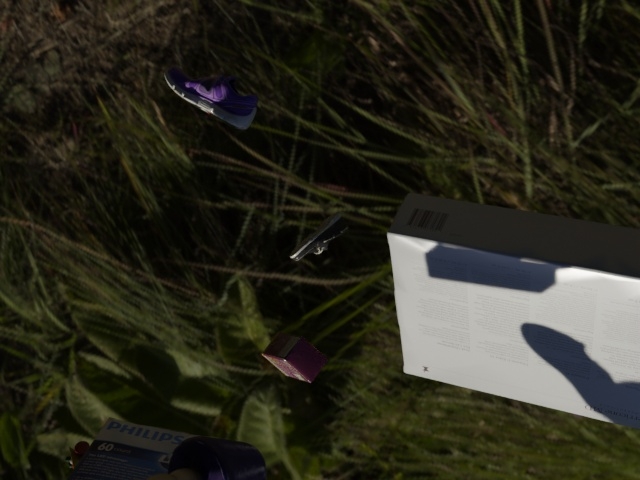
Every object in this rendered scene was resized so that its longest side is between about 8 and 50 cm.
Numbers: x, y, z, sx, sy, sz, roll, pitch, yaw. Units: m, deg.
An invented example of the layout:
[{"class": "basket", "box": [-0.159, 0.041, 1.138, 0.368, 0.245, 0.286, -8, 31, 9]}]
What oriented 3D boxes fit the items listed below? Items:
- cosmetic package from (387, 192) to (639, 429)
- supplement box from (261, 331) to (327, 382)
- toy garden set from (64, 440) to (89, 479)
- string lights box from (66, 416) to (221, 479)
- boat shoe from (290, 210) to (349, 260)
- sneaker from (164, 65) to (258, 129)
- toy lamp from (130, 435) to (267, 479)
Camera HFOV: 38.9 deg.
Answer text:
[{"class": "cosmetic package", "box": [0.288, 0.097, 1.194, 0.097, 0.377, 0.284, -58, 150, -42]}, {"class": "supplement box", "box": [-0.037, 0.162, 1.267, 0.055, 0.083, 0.043, 44, 72, -20]}, {"class": "toy garden set", "box": [-0.423, 0.504, 1.629, 0.049, 0.244, 0.204, -8, 133, -12]}, {"class": "string lights box", "box": [-0.198, 0.288, 0.890, 0.133, 0.259, 0.077, 9, 116, 9]}, {"class": "boat shoe", "box": [0.000, 0.000, 1.511, 0.125, 0.046, 0.038, -43, 103, -35]}, {"class": "sneaker", "box": [-0.167, -0.233, 1.412, 0.071, 0.170, 0.068, -61, 162, 2]}, {"class": "toy lamp", "box": [-0.152, 0.203, 0.712, 0.275, 0.080, 0.080, 4, 125, -49]}]
